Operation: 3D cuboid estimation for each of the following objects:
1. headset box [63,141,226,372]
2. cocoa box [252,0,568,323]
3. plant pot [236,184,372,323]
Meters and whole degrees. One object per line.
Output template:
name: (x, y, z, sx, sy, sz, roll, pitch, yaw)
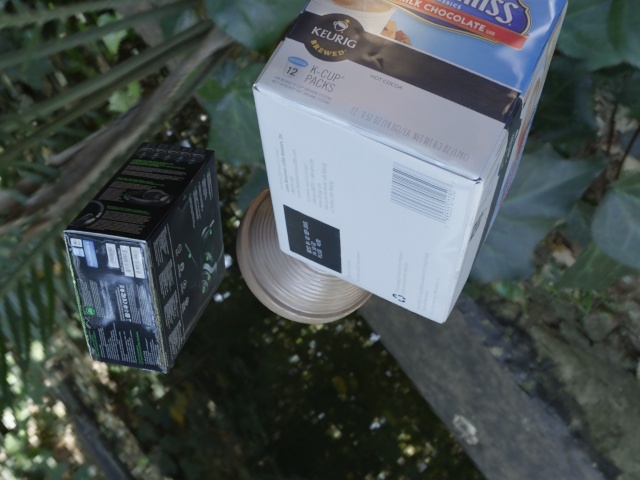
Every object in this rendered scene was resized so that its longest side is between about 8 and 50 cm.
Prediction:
headset box: (-0.253, 0.014, 1.403, 0.131, 0.283, 0.246, 8, 127, 13)
cocoa box: (0.091, -0.109, 0.974, 0.231, 0.228, 0.347, 24, 157, 13)
plant pot: (0.000, 0.000, 1.376, 0.237, 0.237, 0.110, 52, 153, 1)
